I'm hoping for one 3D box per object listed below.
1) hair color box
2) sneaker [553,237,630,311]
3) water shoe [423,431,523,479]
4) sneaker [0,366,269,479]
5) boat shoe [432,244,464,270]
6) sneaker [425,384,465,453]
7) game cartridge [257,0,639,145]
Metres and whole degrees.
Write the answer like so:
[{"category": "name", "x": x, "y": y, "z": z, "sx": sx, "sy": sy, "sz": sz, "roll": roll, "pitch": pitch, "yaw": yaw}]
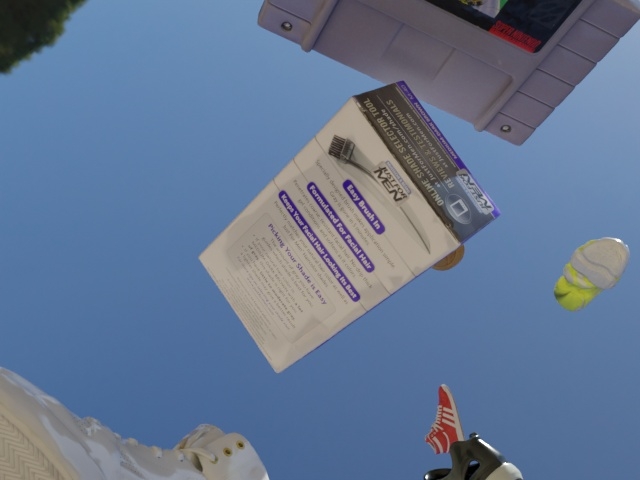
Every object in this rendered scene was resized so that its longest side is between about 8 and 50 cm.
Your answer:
[{"category": "hair color box", "x": 0.018, "y": -0.003, "z": 0.906, "sx": 0.185, "sy": 0.110, "sz": 0.339, "roll": 55, "pitch": -46, "yaw": 6}, {"category": "sneaker", "x": 0.515, "y": 0.039, "z": 1.434, "sx": 0.126, "sy": 0.240, "sz": 0.091, "roll": -35, "pitch": -105, "yaw": -22}, {"category": "water shoe", "x": 0.134, "y": 0.272, "z": 0.798, "sx": 0.080, "sy": 0.073, "sz": 0.203, "roll": 51, "pitch": -48, "yaw": 31}, {"category": "sneaker", "x": -0.142, "y": 0.179, "z": 0.585, "sx": 0.108, "sy": 0.293, "sz": 0.169, "roll": -30, "pitch": -165, "yaw": 26}, {"category": "boat shoe", "x": 0.137, "y": -0.072, "z": 1.293, "sx": 0.098, "sy": 0.277, "sz": 0.096, "roll": -39, "pitch": -172, "yaw": 17}, {"category": "sneaker", "x": 0.210, "y": 0.317, "z": 1.381, "sx": 0.067, "sy": 0.042, "sz": 0.119, "roll": -12, "pitch": -110, "yaw": -5}, {"category": "game cartridge", "x": 0.133, "y": -0.251, "z": 0.846, "sx": 0.230, "sy": 0.355, "sz": 0.068, "roll": 129, "pitch": -21, "yaw": -52}]
